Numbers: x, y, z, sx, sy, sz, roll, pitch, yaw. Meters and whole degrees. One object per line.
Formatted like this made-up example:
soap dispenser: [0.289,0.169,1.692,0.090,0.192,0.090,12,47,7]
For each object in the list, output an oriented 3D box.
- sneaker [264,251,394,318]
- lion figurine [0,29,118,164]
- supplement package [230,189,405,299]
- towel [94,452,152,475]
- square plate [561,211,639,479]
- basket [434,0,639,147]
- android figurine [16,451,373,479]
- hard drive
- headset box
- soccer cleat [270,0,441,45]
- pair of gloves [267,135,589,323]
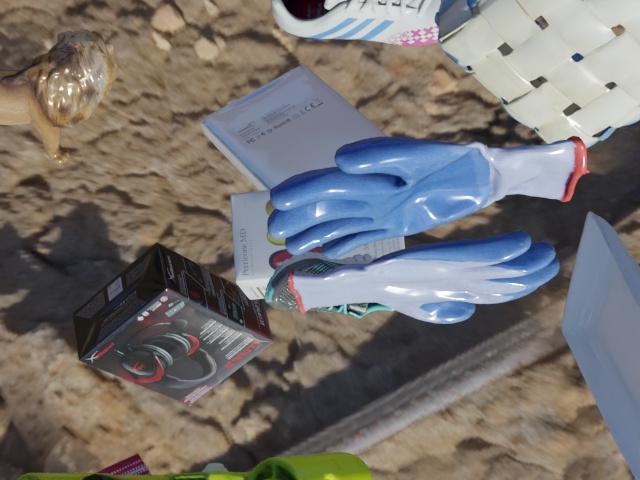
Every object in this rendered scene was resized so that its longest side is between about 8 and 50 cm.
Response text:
sneaker: [0.019,0.053,1.158,0.166,0.076,0.065,-6,120,-35]
lion figurine: [-0.522,-0.235,1.727,0.392,0.240,0.142,-6,61,-12]
supplement package: [0.000,0.000,1.581,0.244,0.134,0.139,-7,75,4]
towel: [-0.317,0.505,1.751,0.198,0.031,0.275,-22,69,-31]
square plate: [0.450,0.179,1.532,0.049,0.344,0.347,-17,57,-7]
basket: [0.202,-0.212,0.712,0.201,0.254,0.289,35,52,-21]
android figurine: [-0.084,0.175,0.715,0.248,0.273,0.056,-12,74,33]
hard drive: [-0.020,-0.158,1.880,0.233,0.047,0.353,-31,52,-18]
headset box: [-0.241,0.155,1.854,0.218,0.110,0.293,-38,136,20]
soccer cleat: [0.082,-0.356,1.606,0.331,0.143,0.116,-2,81,12]
pair of gloves: [0.056,0.003,0.575,0.159,0.198,0.023,-7,61,1]
